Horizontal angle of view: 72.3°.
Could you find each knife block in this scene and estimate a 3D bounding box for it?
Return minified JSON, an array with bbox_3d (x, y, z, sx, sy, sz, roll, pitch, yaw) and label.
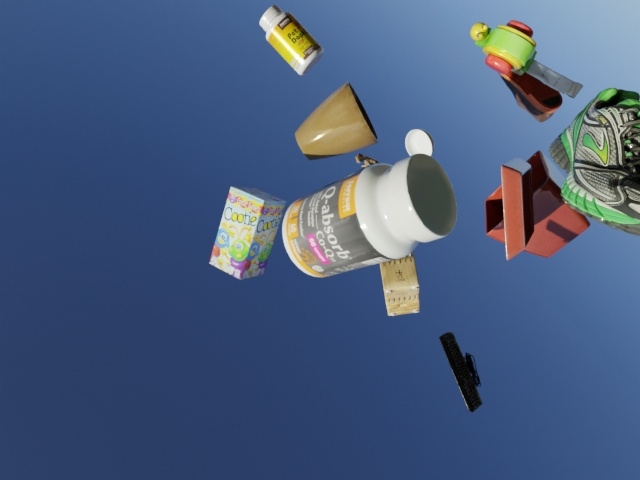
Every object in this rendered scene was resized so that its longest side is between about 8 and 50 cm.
[{"bbox_3d":[0.201,0.044,1.165,0.088,0.276,0.242,-8,-121,9],"label":"knife block"}]

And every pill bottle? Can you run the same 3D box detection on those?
[{"bbox_3d":[-0.099,-0.668,1.457,0.215,0.117,0.117,45,-131,-6],"label":"pill bottle"},{"bbox_3d":[0.075,-0.037,0.746,0.162,0.278,0.162,15,-114,-39],"label":"pill bottle"}]

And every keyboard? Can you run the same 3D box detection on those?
[{"bbox_3d":[0.364,0.318,1.094,0.100,0.038,0.192,-6,-108,-52],"label":"keyboard"}]

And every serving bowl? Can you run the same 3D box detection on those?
[{"bbox_3d":[0.254,-0.243,1.102,0.027,0.083,0.083,-31,-104,-32],"label":"serving bowl"}]

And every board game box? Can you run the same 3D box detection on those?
[{"bbox_3d":[-0.246,-0.028,1.489,0.142,0.276,0.144,24,-167,23],"label":"board game box"}]

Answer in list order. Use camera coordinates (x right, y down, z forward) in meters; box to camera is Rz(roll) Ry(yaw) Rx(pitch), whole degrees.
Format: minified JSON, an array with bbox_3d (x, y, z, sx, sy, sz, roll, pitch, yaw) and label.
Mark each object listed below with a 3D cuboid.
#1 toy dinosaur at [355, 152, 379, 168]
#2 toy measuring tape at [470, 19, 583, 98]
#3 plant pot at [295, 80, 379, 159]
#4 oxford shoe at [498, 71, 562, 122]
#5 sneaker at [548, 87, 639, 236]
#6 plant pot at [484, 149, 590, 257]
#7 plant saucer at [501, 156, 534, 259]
[{"bbox_3d":[0.166,-0.236,1.384,0.112,0.064,0.211,51,-170,13],"label":"toy dinosaur"},{"bbox_3d":[0.513,-0.439,1.070,0.330,0.121,0.121,27,-130,-6],"label":"toy measuring tape"},{"bbox_3d":[0.046,-0.398,1.575,0.237,0.254,0.237,54,-161,-28],"label":"plant pot"},{"bbox_3d":[0.595,-0.465,1.314,0.096,0.098,0.271,-29,-107,-7],"label":"oxford shoe"},{"bbox_3d":[0.434,-0.125,0.636,0.134,0.146,0.344,16,-141,-1],"label":"sneaker"},{"bbox_3d":[0.757,-0.102,1.516,0.235,0.267,0.267,35,-144,-4],"label":"plant pot"},{"bbox_3d":[0.568,-0.101,1.246,0.259,0.047,0.259,-24,-70,-54],"label":"plant saucer"}]
